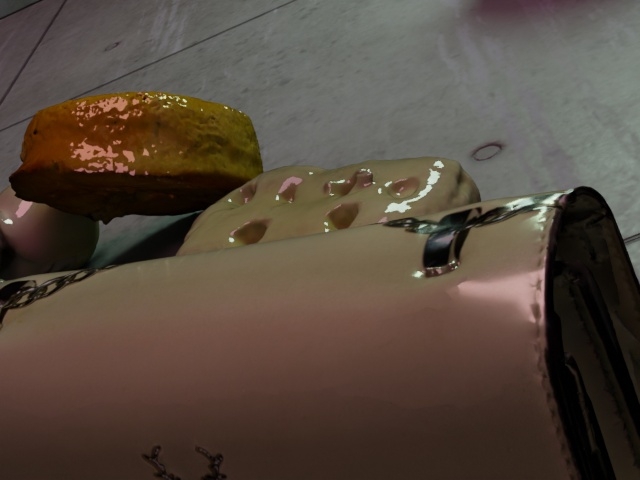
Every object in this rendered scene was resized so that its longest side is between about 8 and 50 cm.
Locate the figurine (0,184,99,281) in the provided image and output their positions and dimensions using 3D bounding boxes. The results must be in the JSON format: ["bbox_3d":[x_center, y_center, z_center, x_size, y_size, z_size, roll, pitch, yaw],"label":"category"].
[{"bbox_3d":[-0.370,0.007,1.039,0.226,0.274,0.394,4,22,40],"label":"figurine"}]

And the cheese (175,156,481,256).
[{"bbox_3d":[-0.001,-0.002,0.876,0.263,0.093,0.159,-4,33,38],"label":"cheese"}]

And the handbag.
[{"bbox_3d":[-0.013,0.109,0.530,0.358,0.237,0.160,-9,30,31],"label":"handbag"}]

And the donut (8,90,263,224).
[{"bbox_3d":[-0.172,-0.072,1.029,0.253,0.118,0.253,-2,-2,0],"label":"donut"}]
